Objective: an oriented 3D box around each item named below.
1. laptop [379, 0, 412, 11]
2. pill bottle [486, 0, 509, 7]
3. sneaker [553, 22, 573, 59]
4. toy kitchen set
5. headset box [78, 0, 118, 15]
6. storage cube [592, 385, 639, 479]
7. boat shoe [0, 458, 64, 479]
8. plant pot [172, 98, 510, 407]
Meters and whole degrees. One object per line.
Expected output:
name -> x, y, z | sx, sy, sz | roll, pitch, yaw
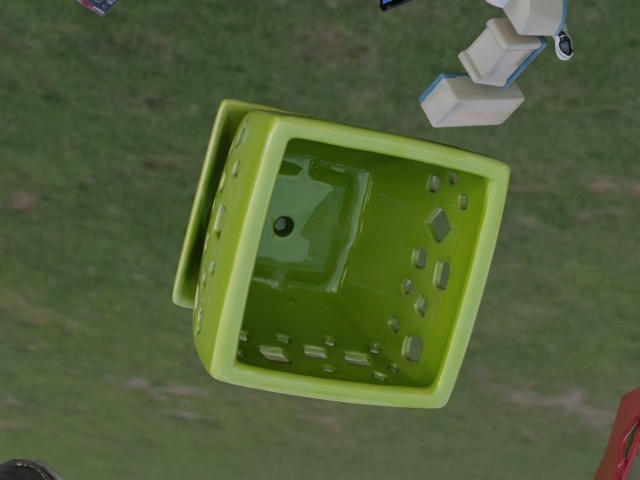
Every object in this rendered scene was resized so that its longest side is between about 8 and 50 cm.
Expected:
laptop -> 0.134, -0.458, 1.724 | 0.234, 0.136, 0.264 | -17, 109, 35
pill bottle -> 0.256, -0.384, 1.801 | 0.086, 0.152, 0.086 | 5, 168, 1
sneaker -> 0.382, -0.327, 2.201 | 0.032, 0.083, 0.037 | -24, -175, -2
toy kitchen set -> 0.194, -0.260, 1.623 | 0.122, 0.166, 0.207 | -6, 150, -41
headset box -> -0.279, -0.327, 1.756 | 0.062, 0.032, 0.083 | 29, 126, -37
storage cube -> 0.466, 0.303, 1.774 | 0.215, 0.183, 0.193 | 23, 166, 2
boat shoe -> -0.365, 0.346, 1.324 | 0.112, 0.335, 0.095 | 38, -170, 19
plant pot -> 0.000, 0.000, 1.219 | 0.228, 0.227, 0.207 | 10, -170, -25
